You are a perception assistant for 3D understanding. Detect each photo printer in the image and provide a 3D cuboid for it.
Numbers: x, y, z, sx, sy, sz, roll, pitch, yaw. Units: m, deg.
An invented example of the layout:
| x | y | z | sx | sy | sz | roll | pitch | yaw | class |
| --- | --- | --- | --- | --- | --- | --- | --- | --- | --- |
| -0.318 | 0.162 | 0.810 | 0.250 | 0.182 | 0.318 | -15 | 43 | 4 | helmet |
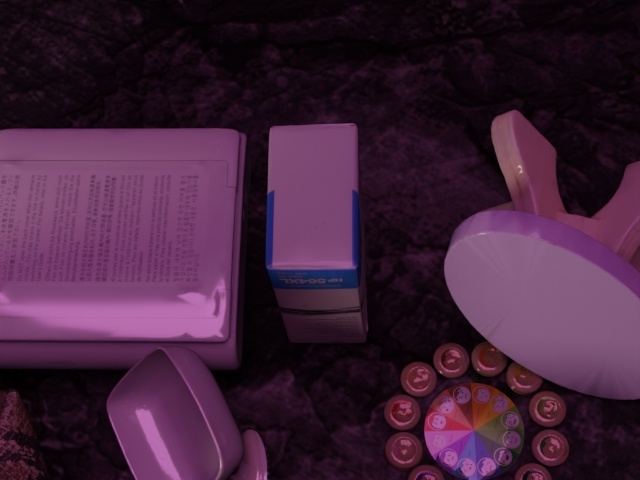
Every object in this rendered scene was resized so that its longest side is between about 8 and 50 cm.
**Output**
| x | y | z | sx | sy | sz | roll | pitch | yaw | class |
| --- | --- | --- | --- | --- | --- | --- | --- | --- | --- |
| -0.229 | 0.008 | 1.189 | 0.307 | 0.107 | 0.256 | -1 | 66 | 2 | photo printer |

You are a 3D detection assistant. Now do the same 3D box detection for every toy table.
| x | y | z | sx | sy | sz | roll | pitch | yaw | class |
| --- | --- | --- | --- | --- | --- | --- | --- | --- | --- |
| 0.238 | 0.014 | 1.119 | 0.252 | 0.274 | 0.161 | -8 | 49 | 34 | toy table |

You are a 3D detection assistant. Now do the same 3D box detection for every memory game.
| x | y | z | sx | sy | sz | roll | pitch | yaw | class |
| --- | --- | --- | --- | --- | --- | --- | --- | --- | --- |
| 0.152 | 0.184 | 1.151 | 0.186 | 0.012 | 0.186 | -1 | 66 | 1 | memory game |

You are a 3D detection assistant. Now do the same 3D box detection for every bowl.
| x | y | z | sx | sy | sz | roll | pitch | yaw | class |
| --- | --- | --- | --- | --- | --- | --- | --- | --- | --- |
| -0.130 | 0.177 | 1.105 | 0.053 | 0.142 | 0.142 | -11 | 66 | -43 | bowl |

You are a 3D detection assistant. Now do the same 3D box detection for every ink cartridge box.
| x | y | z | sx | sy | sz | roll | pitch | yaw | class |
| --- | --- | --- | --- | --- | --- | --- | --- | --- | --- |
| 0.000 | 0.000 | 1.135 | 0.086 | 0.203 | 0.148 | -2 | 65 | 3 | ink cartridge box |

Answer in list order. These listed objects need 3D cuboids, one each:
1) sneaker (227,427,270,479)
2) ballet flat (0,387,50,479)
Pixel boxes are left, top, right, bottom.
| x | y | z | sx | sy | sz | roll | pitch | yaw | class |
| --- | --- | --- | --- | --- | --- | --- | --- | --- | --- |
| -0.085 | 0.255 | 1.100 | 0.075 | 0.057 | 0.161 | 1 | 68 | -4 | sneaker |
| -0.309 | 0.379 | 1.017 | 0.182 | 0.164 | 0.483 | 25 | 72 | -11 | ballet flat |
